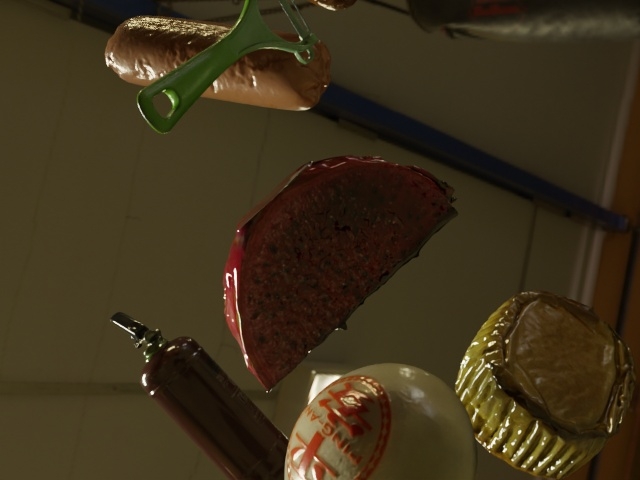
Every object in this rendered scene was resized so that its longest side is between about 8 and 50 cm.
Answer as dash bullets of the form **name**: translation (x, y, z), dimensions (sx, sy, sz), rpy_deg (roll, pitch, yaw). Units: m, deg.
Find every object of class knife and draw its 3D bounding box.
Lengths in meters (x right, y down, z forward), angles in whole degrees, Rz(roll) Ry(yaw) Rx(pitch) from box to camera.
- **knife**: translation (-0.064, -0.121, 0.532), dimensions (0.078, 0.023, 0.166), rpy_deg (53, -126, -17)

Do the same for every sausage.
- **sausage**: translation (-0.120, -0.203, 0.895), dimensions (0.086, 0.289, 0.086), rpy_deg (-36, -47, -52)

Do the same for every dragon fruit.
- **dragon fruit**: translation (0.000, 0.000, 0.761), dimensions (0.262, 0.163, 0.189), rpy_deg (-40, -43, -9)

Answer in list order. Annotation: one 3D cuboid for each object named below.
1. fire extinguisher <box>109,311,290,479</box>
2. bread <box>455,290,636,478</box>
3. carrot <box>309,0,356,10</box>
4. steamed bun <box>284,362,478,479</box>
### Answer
- **fire extinguisher**: translation (-0.180, 0.228, 1.152), dimensions (0.344, 0.138, 0.102), rpy_deg (47, -113, -2)
- **bread**: translation (0.317, 0.198, 1.117), dimensions (0.253, 0.227, 0.142), rpy_deg (-40, -25, -46)
- **carrot**: translation (-0.045, -0.298, 0.851), dimensions (0.248, 0.059, 0.059), rpy_deg (1, -83, -46)
- **steamed bun**: translation (0.048, 0.233, 0.850), dimensions (0.145, 0.232, 0.231), rpy_deg (37, -111, -25)
